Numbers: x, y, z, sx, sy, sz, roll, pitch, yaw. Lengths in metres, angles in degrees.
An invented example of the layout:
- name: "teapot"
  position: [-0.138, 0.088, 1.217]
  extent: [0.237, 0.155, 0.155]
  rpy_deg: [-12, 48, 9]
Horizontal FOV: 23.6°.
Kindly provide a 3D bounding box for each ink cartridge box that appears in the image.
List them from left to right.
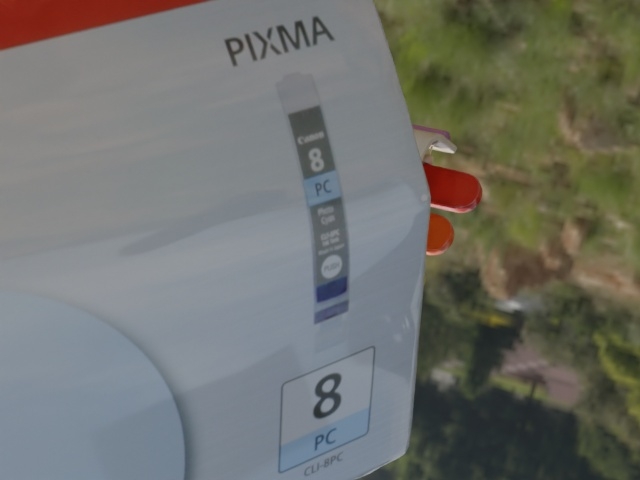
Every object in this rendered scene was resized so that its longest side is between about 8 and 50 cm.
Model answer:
- name: "ink cartridge box"
  position: [-0.096, -0.033, 0.563]
  extent: [0.308, 0.385, 0.091]
  rpy_deg: [-19, -141, -30]

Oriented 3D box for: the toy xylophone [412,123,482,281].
- name: "toy xylophone"
  position: [0.000, 0.000, 1.499]
  extent: [0.236, 0.323, 0.081]
  rpy_deg: [22, 164, 28]
